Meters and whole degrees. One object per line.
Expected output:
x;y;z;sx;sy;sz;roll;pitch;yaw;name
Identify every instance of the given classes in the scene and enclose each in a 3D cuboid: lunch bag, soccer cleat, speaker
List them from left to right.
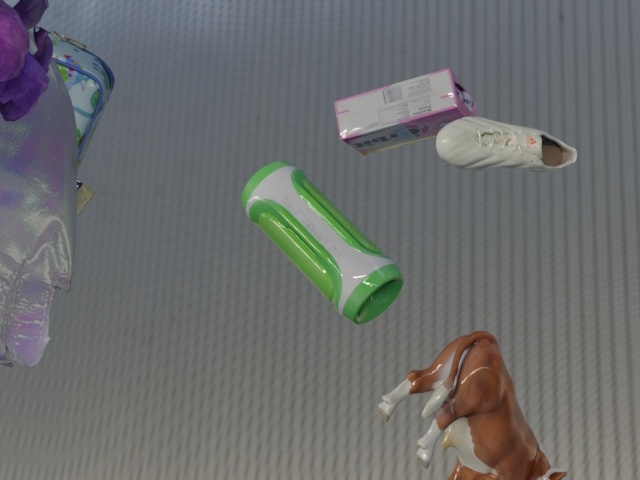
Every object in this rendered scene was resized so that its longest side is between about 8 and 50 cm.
-0.350;-0.140;1.359;0.090;0.176;0.219;-89;24;-64;lunch bag
0.000;0.000;1.949;0.296;0.131;0.131;46;102;24;speaker
0.230;-0.117;1.459;0.076;0.196;0.068;1;88;56;soccer cleat

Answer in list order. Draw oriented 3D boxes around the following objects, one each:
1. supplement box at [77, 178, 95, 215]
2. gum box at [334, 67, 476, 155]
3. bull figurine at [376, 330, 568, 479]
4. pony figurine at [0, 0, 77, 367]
-0.407;-0.066;1.848;0.056;0.083;0.083;37;85;8;supplement box
0.128;-0.187;1.729;0.189;0.107;0.062;-14;76;18;gum box
0.200;0.260;1.481;0.188;0.310;0.101;-33;25;-19;bull figurine
-0.205;-0.146;0.539;0.363;0.303;0.350;-28;51;49;pony figurine
